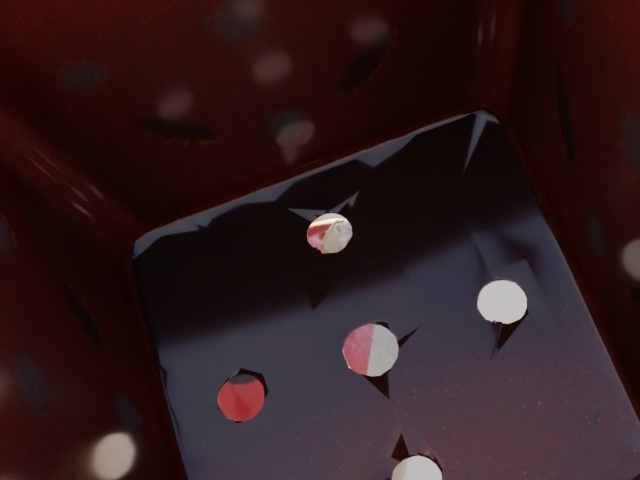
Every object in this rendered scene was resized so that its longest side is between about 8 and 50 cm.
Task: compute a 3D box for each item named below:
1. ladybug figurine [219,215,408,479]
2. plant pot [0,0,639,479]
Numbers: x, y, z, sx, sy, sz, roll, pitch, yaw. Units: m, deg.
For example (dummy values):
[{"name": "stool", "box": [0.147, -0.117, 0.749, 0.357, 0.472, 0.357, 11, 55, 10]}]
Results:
[{"name": "ladybug figurine", "box": [-0.056, 0.175, 0.976, 0.162, 0.449, 0.305, 5, 26, -25]}, {"name": "plant pot", "box": [0.000, 0.000, 0.355, 0.236, 0.267, 0.267, 65, 6, -63]}]
